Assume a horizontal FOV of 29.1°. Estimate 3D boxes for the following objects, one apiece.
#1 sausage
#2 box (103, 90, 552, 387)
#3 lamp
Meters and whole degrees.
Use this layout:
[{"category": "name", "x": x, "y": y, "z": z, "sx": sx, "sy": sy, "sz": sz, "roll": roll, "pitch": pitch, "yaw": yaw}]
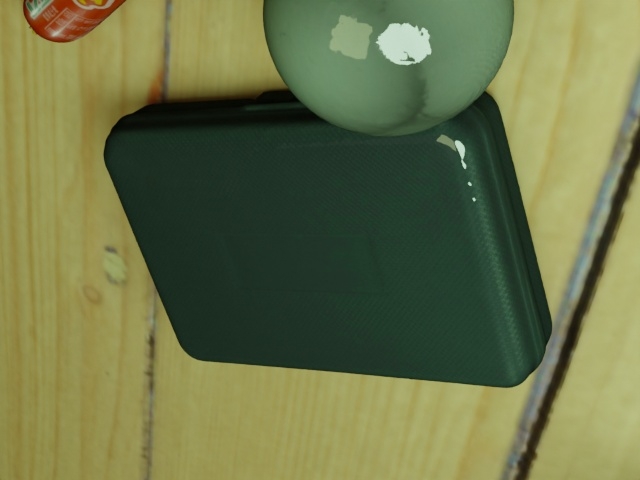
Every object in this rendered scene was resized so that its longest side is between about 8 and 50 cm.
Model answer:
[{"category": "sausage", "x": -0.115, "y": -0.140, "z": 0.631, "sx": 0.050, "sy": 0.048, "sz": 0.145, "roll": 21, "pitch": 149, "yaw": -34}, {"category": "box", "x": 0.000, "y": 0.000, "z": 0.651, "sx": 0.230, "sy": 0.050, "sz": 0.160, "roll": 1, "pitch": 122, "yaw": 34}, {"category": "lamp", "x": 0.028, "y": -0.095, "z": 0.521, "sx": 0.105, "sy": 0.105, "sz": 0.105, "roll": 19, "pitch": 131, "yaw": 23}]
